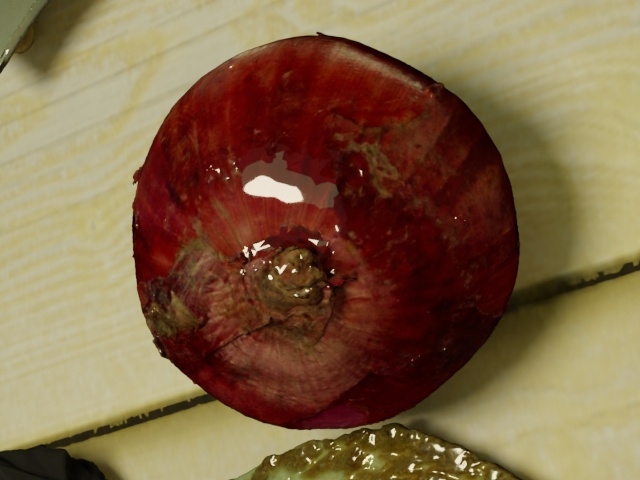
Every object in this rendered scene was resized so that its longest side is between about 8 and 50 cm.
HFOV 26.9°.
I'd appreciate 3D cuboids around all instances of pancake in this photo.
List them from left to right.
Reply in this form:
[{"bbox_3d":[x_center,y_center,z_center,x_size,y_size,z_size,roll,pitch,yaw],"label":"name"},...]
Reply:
[{"bbox_3d":[0.075,0.240,0.945,0.377,0.054,0.197,21,88,34],"label":"pancake"}]

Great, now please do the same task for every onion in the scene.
[{"bbox_3d":[0.000,0.000,0.924,0.276,0.276,0.276,-7,76,29],"label":"onion"}]

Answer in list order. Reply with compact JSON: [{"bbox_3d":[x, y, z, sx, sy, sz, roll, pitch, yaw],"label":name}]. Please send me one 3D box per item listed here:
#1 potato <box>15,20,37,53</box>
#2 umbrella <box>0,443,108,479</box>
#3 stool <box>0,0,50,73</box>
[{"bbox_3d":[-0.294,-0.210,1.257,0.046,0.045,0.092,-40,53,36],"label":"potato"},{"bbox_3d":[-0.337,0.213,1.098,0.340,0.118,0.118,2,79,6],"label":"umbrella"},{"bbox_3d":[-0.372,-0.304,1.169,0.170,0.244,0.269,-52,41,11],"label":"stool"}]
